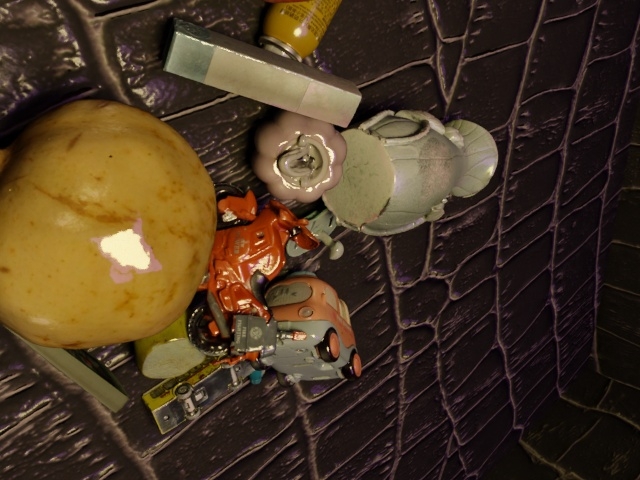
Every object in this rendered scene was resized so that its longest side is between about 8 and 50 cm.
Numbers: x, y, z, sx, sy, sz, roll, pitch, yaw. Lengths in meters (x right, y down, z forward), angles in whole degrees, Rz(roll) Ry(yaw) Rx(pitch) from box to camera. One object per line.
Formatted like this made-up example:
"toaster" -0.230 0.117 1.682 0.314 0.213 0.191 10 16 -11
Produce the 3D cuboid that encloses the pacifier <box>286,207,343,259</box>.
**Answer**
"pacifier" 0.000 0.000 1.208 0.150 0.116 0.126 -30 154 -36

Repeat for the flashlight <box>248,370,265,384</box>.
"flashlight" -0.143 0.255 1.245 0.051 0.051 0.129 -22 130 -36

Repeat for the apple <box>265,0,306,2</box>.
"apple" -0.049 -0.507 0.733 0.364 0.364 0.363 -22 124 -36

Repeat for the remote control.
"remote control" -0.404 0.160 0.881 0.038 0.123 0.285 -45 133 -18

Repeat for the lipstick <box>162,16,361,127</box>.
"lipstick" -0.088 -0.265 0.928 0.318 0.066 0.068 12 124 -25

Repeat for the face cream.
"face cream" -0.007 -0.439 0.986 0.105 0.105 0.348 30 87 -48

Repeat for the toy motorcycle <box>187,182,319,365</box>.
"toy motorcycle" -0.114 0.058 1.018 0.222 0.148 0.325 4 76 -10

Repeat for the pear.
"pear" -0.269 0.173 1.032 0.141 0.104 0.141 -15 137 -15

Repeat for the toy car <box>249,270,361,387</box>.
"toy car" -0.028 0.181 1.212 0.270 0.181 0.212 49 36 -52

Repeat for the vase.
"vase" 0.208 -0.160 1.240 0.446 0.250 0.249 -16 120 -46

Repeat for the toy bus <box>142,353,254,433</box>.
"toy bus" -0.235 0.286 1.144 0.226 0.074 0.081 -33 129 -29

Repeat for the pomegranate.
"pomegranate" -0.306 -0.032 0.753 0.343 0.343 0.342 -22 124 -36

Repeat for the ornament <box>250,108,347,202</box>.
"ornament" -0.038 -0.153 1.038 0.178 0.178 0.177 -22 124 -36
